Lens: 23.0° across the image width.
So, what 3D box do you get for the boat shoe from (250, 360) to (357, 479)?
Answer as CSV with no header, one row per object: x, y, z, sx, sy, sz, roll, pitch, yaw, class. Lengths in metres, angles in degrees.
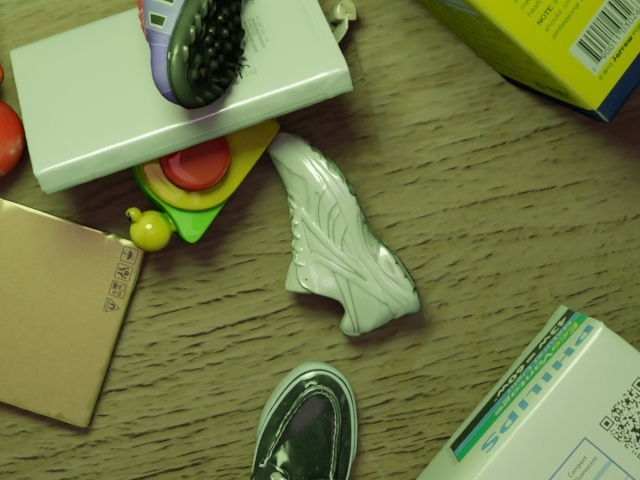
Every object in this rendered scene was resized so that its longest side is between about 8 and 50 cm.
-0.033,0.271,1.590,0.108,0.102,0.301,21,88,-6,boat shoe

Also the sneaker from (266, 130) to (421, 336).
0.000,0.000,1.593,0.115,0.090,0.232,-33,93,2,sneaker

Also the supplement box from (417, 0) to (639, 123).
0.168,-0.301,1.467,0.356,0.194,0.195,36,91,-31,supplement box

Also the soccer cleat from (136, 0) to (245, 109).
-0.132,-0.231,1.493,0.117,0.318,0.108,-3,133,12,soccer cleat

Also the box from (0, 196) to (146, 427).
-0.286,0.073,1.613,0.164,0.021,0.201,18,92,-3,box

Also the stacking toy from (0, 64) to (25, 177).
-0.375,-0.216,1.552,0.141,0.141,0.330,-20,100,-2,stacking toy

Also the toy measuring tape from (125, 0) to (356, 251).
-0.097,-0.134,1.575,0.121,0.121,0.330,36,82,-4,toy measuring tape

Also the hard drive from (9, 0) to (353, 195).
-0.142,-0.167,1.537,0.308,0.203,0.040,-19,135,-2,hard drive

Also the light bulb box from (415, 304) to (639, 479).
0.280,0.313,1.549,0.361,0.225,0.358,40,91,-3,light bulb box
